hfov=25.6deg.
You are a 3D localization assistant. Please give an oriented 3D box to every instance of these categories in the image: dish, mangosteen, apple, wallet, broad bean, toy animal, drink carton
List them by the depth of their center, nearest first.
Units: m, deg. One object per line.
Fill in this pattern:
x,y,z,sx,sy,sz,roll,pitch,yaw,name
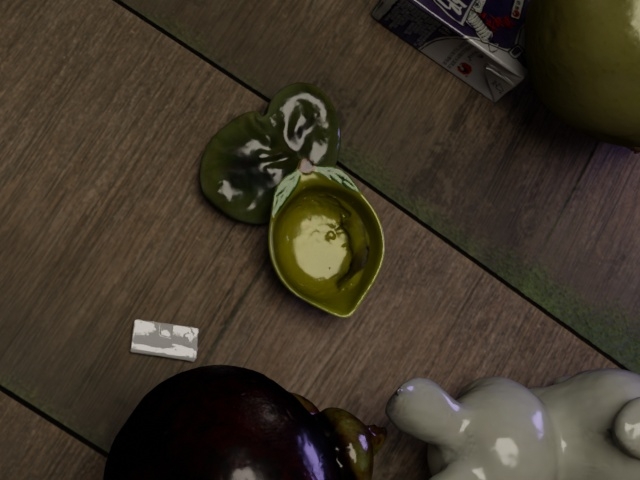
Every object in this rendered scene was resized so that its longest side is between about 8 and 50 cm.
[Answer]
-0.074,0.287,1.577,0.346,0.307,0.307,-9,78,-23,mangosteen
0.249,0.252,1.716,0.367,0.241,0.196,-3,74,-18,toy animal
-0.192,0.124,1.739,0.083,0.011,0.044,9,72,-14,wallet
0.000,0.000,1.792,0.148,0.080,0.208,-12,87,-11,dish
-0.060,-0.108,1.822,0.153,0.072,0.207,41,78,-2,broad bean
0.406,-0.264,1.829,0.292,0.254,0.292,0,90,-41,apple
0.203,-0.313,1.937,0.222,0.102,0.134,34,66,-7,drink carton

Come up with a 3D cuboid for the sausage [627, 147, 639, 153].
0.459,-0.327,2.027,0.087,0.088,0.433,13,71,-13,sausage
